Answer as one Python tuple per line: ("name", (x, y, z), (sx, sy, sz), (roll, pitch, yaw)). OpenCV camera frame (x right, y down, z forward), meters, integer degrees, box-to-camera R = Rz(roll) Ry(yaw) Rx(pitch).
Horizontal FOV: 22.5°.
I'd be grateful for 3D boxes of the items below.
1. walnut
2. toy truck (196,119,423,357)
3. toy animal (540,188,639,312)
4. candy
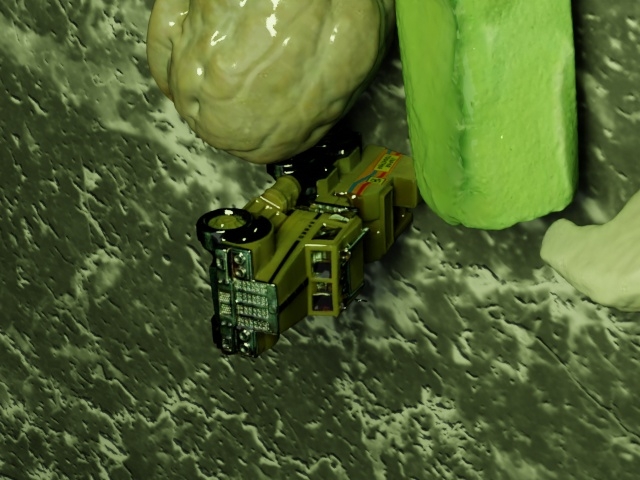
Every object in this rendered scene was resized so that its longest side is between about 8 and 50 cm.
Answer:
("walnut", (-0.044, -0.173, 1.350), (0.224, 0.224, 0.224), (18, 125, 27))
("toy truck", (-0.005, 0.000, 1.392), (0.127, 0.257, 0.127), (14, 122, 26))
("toy animal", (0.355, -0.025, 1.199), (0.188, 0.266, 0.308), (43, 91, -11))
("candy", (0.129, -0.176, 1.289), (0.132, 0.142, 0.344), (-11, 115, -9))
